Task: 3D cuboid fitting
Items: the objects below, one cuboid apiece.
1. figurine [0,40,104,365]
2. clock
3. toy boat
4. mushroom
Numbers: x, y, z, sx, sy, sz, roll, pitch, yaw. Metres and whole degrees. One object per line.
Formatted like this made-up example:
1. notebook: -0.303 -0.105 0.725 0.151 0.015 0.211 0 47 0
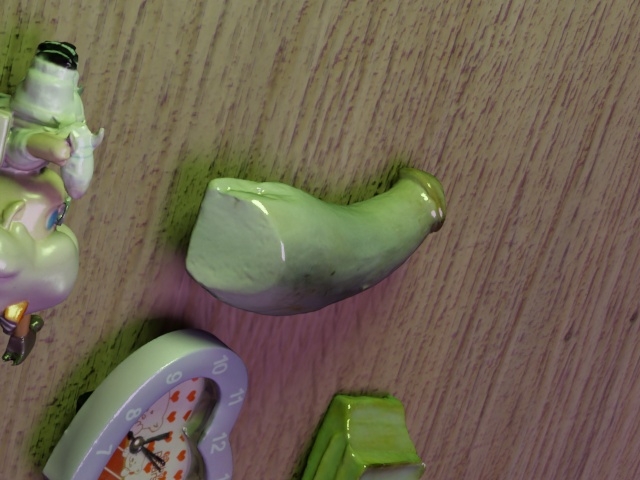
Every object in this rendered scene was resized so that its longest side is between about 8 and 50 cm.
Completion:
1. figurine: -0.207 -0.023 1.259 0.112 0.137 0.229 14 106 -15
2. clock: -0.146 0.160 1.488 0.172 0.064 0.198 -16 128 -37
3. toy boat: 0.016 0.275 1.717 0.111 0.084 0.276 3 114 -48
4. mushroom: 0.000 0.000 1.497 0.270 0.103 0.118 -8 130 -53
